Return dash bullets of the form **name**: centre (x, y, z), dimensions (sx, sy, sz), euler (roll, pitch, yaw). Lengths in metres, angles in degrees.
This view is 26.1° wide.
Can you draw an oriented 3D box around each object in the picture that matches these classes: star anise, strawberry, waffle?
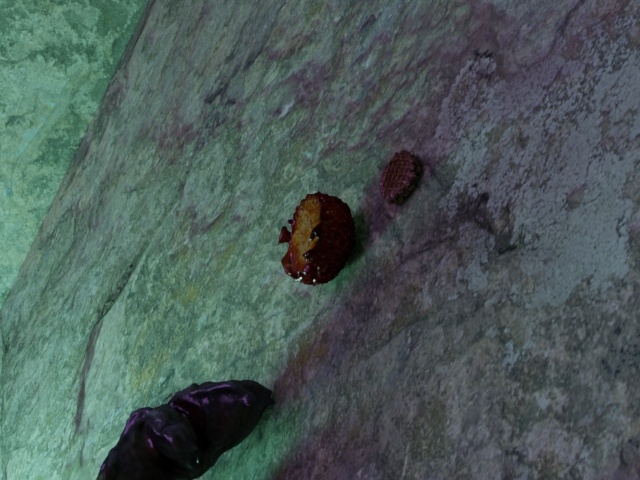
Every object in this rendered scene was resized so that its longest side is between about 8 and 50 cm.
- **star anise**: centre (-0.209, 0.276, 1.963), dimensions (0.316, 0.139, 0.359), euler (-39, -8, -21)
- **strawberry**: centre (0.000, 0.000, 2.019), dimensions (0.145, 0.086, 0.145), euler (-48, 27, 34)
- **waffle**: centre (0.112, -0.088, 1.948), dimensions (0.075, 0.029, 0.083), euler (-53, 28, 25)
